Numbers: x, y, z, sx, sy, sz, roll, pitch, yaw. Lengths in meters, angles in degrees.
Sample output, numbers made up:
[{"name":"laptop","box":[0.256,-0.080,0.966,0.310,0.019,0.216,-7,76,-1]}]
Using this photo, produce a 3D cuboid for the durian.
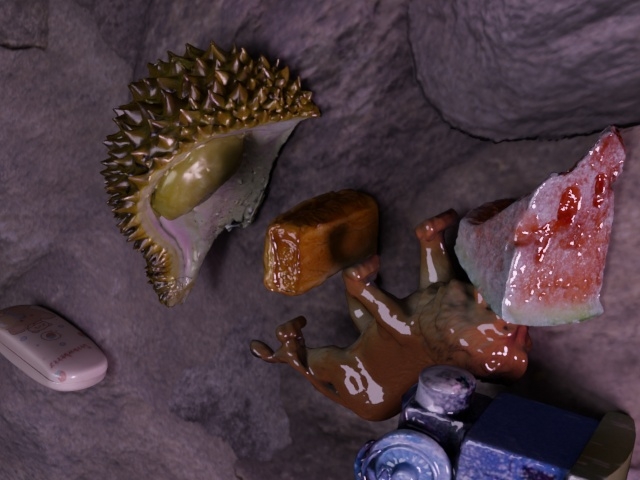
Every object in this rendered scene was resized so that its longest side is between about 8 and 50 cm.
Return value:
[{"name":"durian","box":[-0.132,-0.072,1.545,0.172,0.166,0.306,-98,29,-51]}]

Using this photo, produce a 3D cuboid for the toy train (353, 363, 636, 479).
[{"name":"toy train","box":[0.129,0.247,1.253,0.202,0.131,0.300,15,116,18]}]

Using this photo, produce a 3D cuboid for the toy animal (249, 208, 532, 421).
[{"name":"toy animal","box":[0.071,0.087,1.348,0.157,0.097,0.312,61,143,10]}]

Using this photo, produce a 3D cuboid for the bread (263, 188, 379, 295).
[{"name":"bread","box":[0.000,0.000,1.384,0.053,0.132,0.074,13,115,34]}]

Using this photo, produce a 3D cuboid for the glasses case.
[{"name":"glasses case","box":[-0.330,0.127,1.895,0.204,0.081,0.051,26,123,44]}]

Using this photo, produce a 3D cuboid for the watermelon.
[{"name":"watermelon","box":[0.174,0.001,1.185,0.158,0.098,0.121,-36,72,47]}]
